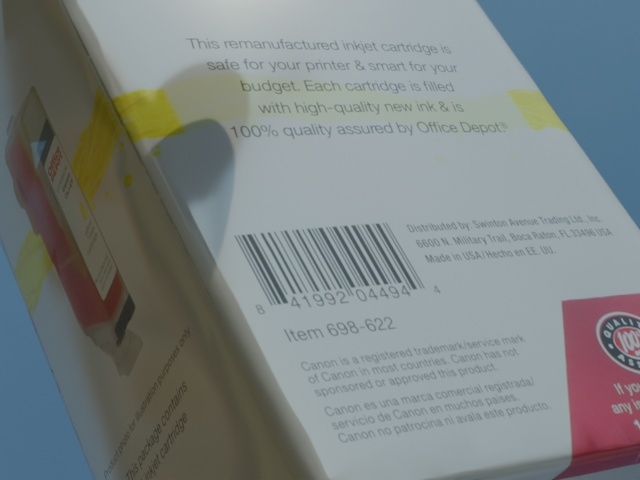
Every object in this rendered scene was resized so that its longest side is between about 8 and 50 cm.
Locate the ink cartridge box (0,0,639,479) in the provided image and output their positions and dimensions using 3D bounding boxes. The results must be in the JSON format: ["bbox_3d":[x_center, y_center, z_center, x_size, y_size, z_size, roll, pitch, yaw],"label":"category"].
[{"bbox_3d":[0.000,0.000,0.772,0.385,0.279,0.160,62,-42,31],"label":"ink cartridge box"}]
